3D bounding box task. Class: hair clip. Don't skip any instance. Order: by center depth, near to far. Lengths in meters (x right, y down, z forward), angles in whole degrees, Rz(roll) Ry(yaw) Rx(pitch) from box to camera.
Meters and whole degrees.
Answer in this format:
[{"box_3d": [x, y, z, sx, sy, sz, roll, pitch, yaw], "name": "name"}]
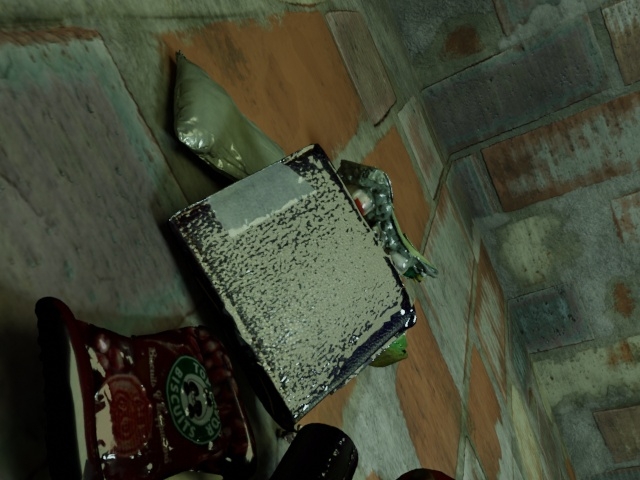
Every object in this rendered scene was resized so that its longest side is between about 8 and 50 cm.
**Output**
[{"box_3d": [0.113, -0.015, 1.121, 0.091, 0.138, 0.321, -47, 128, -14], "name": "hair clip"}]

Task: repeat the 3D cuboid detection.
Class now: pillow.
[{"box_3d": [-0.108, -0.124, 0.765, 0.229, 0.050, 0.148, 44, 28, -48], "name": "pillow"}]

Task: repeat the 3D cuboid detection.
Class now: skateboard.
[{"box_3d": [-0.024, 0.259, 0.671, 0.064, 0.032, 0.083, 60, 20, -49], "name": "skateboard"}]

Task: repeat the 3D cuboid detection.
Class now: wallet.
[{"box_3d": [-0.024, 0.045, 0.676, 0.221, 0.071, 0.262, -33, 99, -30], "name": "wallet"}]

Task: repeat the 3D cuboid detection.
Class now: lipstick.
[{"box_3d": [-0.043, 0.284, 0.515, 0.081, 0.081, 0.300, 64, 31, -15], "name": "lipstick"}]

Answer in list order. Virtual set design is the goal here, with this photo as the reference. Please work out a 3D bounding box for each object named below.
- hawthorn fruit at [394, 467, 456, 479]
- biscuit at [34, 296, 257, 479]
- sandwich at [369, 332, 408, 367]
[{"box_3d": [0.104, 0.319, 0.469, 0.265, 0.265, 0.307, -24, 105, -67], "name": "hawthorn fruit"}, {"box_3d": [-0.134, 0.133, 0.474, 0.235, 0.063, 0.151, 26, 49, -63], "name": "biscuit"}, {"box_3d": [0.043, 0.097, 0.847, 0.185, 0.109, 0.160, 41, 38, -50], "name": "sandwich"}]
